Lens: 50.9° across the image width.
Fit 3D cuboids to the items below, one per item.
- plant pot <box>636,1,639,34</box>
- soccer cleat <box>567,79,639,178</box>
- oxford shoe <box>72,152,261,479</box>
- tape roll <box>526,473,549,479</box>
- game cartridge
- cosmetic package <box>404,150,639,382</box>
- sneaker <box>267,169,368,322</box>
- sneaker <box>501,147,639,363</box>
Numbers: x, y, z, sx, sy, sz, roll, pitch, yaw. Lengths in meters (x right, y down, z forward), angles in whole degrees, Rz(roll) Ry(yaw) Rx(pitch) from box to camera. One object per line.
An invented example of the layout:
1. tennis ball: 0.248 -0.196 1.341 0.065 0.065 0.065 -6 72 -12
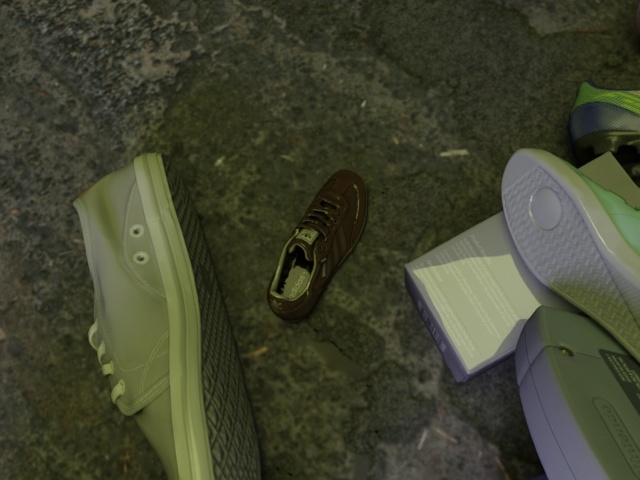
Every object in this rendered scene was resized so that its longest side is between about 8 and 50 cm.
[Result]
1. plant pot: 0.440 -0.296 0.712 0.166 0.167 0.165 17 69 15
2. soccer cleat: 0.408 -0.128 0.695 0.289 0.093 0.121 2 66 10
3. oxford shoe: -0.161 0.112 0.681 0.130 0.169 0.450 -20 63 0
4. tape roll: 0.190 0.321 0.492 0.090 0.275 0.275 -22 70 3
5. game cartridge: 0.252 0.165 0.469 0.198 0.062 0.297 11 30 -11
6. cosmetic package: 0.215 0.030 0.674 0.237 0.107 0.127 -26 71 -2
7. sneaker: 0.000 0.000 0.735 0.066 0.071 0.188 20 77 15
8. sneaker: 0.279 0.007 0.587 0.151 0.094 0.256 -15 53 -29
